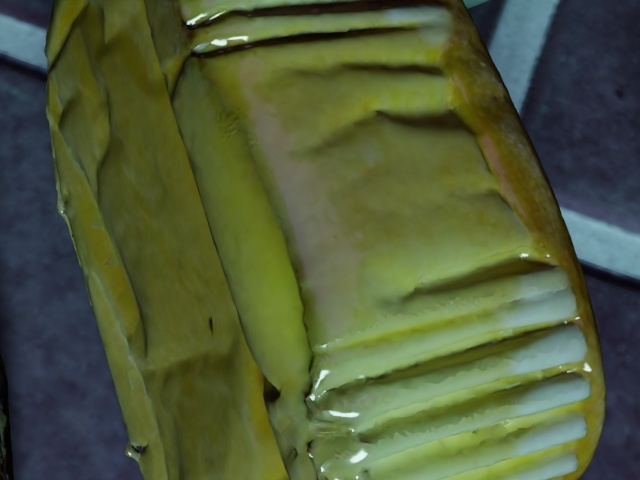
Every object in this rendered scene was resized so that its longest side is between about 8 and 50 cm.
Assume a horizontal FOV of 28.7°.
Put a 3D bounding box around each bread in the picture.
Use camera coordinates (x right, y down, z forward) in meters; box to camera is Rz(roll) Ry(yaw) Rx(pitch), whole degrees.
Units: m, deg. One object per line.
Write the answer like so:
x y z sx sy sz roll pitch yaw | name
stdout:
0.000 0.000 0.527 0.156 0.204 0.288 -11 66 -29 | bread

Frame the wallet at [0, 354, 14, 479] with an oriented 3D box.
-0.191 0.110 0.536 0.122 0.031 0.232 -9 62 -4 | wallet

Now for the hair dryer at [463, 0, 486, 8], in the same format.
0.074 -0.233 0.721 0.206 0.075 0.237 -20 58 -21 | hair dryer
